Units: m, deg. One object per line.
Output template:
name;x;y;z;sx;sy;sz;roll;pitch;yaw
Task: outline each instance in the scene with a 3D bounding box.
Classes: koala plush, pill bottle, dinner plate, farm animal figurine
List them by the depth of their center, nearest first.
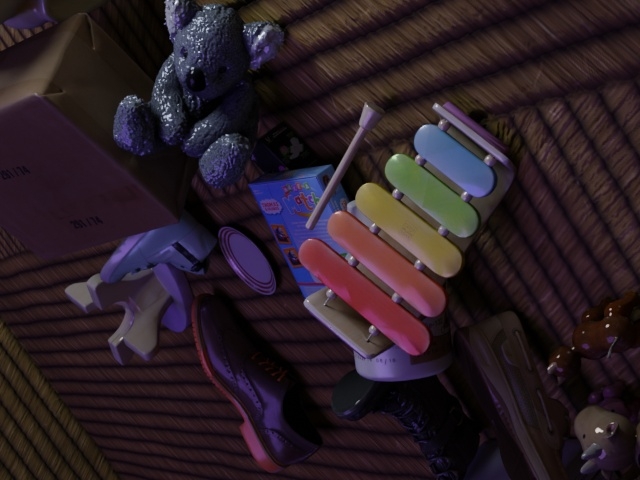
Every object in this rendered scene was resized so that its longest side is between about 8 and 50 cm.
farm animal figurine;0.388;0.243;1.444;0.327;0.172;0.330;15;137;49
pill bottle;0.099;0.058;1.642;0.131;0.131;0.229;7;107;54
koala plush;-0.152;-0.228;1.694;0.196;0.203;0.221;21;132;7
dinner plate;-0.121;0.032;2.131;0.141;0.017;0.141;36;149;25

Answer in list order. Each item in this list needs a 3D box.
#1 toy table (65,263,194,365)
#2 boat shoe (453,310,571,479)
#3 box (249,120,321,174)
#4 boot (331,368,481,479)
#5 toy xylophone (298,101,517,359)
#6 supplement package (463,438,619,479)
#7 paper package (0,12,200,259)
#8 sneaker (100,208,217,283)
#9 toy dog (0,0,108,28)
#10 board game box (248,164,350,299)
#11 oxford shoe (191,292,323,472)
toy table;-0.365;0.115;2.458;0.252;0.161;0.274;25;145;40
boat shoe;0.275;0.235;1.609;0.109;0.098;0.302;108;138;-71
box;-0.050;-0.116;1.793;0.083;0.052;0.062;48;152;7
boot;0.140;0.258;1.797;0.091;0.263;0.229;-25;98;36
toy xylophone;0.089;-0.024;1.516;0.236;0.081;0.322;32;108;22
supplement package;0.283;0.399;1.770;0.145;0.204;0.262;53;154;-10
paper package;-0.382;-0.140;1.860;0.325;0.168;0.309;-16;133;38
sneaker;-0.283;0.038;2.214;0.151;0.094;0.256;38;135;-11
toy dog;-0.553;-0.426;1.817;0.408;0.395;0.284;17;148;35
board game box;0.000;0.000;1.754;0.160;0.039;0.211;-3;119;52
oxford shoe;-0.113;0.247;2.326;0.133;0.130;0.363;-26;97;29
